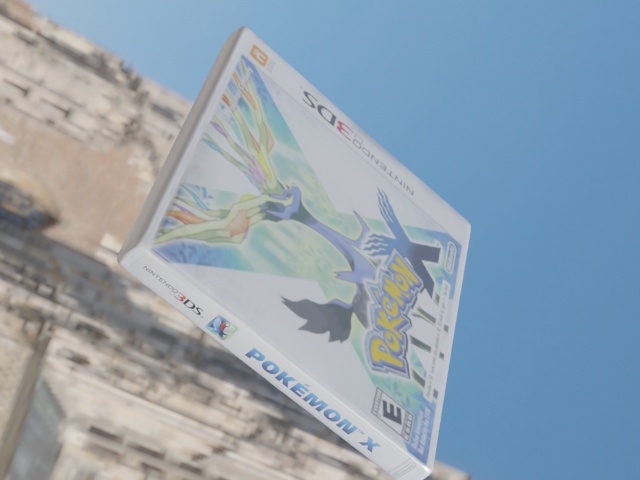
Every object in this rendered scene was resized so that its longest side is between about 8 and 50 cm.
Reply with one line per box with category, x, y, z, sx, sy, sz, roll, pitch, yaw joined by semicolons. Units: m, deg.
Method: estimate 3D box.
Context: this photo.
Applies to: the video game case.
video game case;0.000;0.000;1.092;0.036;0.300;0.329;-38;-159;34
